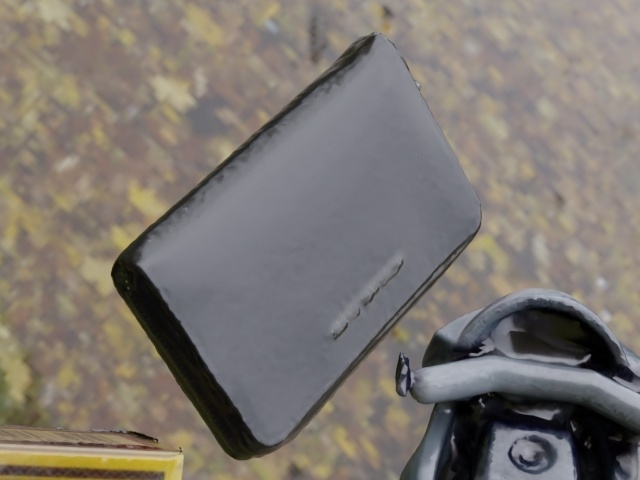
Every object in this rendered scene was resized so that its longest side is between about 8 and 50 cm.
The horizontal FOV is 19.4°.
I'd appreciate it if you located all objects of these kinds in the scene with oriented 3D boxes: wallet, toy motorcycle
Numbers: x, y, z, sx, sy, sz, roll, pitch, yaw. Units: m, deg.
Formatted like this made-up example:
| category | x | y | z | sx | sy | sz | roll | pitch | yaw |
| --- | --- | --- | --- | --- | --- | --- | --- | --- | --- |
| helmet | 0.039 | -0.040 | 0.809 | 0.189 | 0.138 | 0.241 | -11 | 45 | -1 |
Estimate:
| category | x | y | z | sx | sy | sz | roll | pitch | yaw |
| --- | --- | --- | --- | --- | --- | --- | --- | --- | --- |
| wallet | 0.000 | 0.000 | 1.052 | 0.250 | 0.044 | 0.149 | -43 | 112 | -36 |
| toy motorcycle | 0.069 | 0.123 | 0.674 | 0.106 | 0.159 | 0.270 | 8 | 39 | 1 |

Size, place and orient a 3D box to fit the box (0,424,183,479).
| category | x | y | z | sx | sy | sz | roll | pitch | yaw |
| --- | --- | --- | --- | --- | --- | --- | --- | --- | --- |
| box | -0.221 | 0.180 | 0.865 | 0.301 | 0.084 | 0.193 | 6 | 88 | -27 |
